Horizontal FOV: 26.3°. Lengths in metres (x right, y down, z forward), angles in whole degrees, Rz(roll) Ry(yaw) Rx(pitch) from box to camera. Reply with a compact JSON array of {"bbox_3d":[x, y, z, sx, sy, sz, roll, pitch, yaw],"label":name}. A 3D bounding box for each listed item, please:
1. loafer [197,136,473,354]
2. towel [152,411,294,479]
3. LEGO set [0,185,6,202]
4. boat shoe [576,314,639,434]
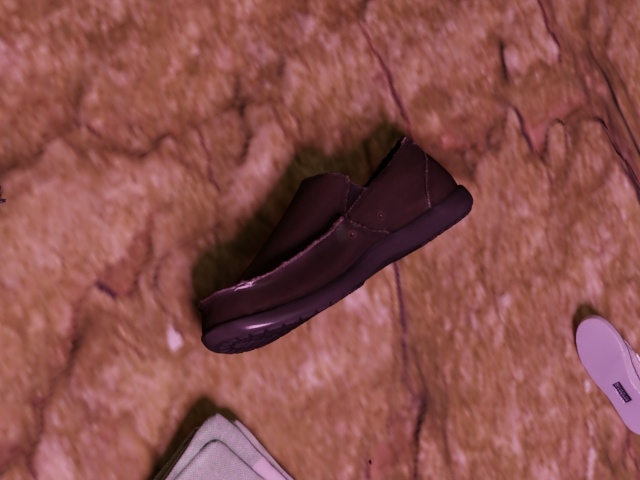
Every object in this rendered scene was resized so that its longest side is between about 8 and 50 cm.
[{"bbox_3d":[0.000,0.000,0.884,0.220,0.080,0.078,-31,88,-35],"label":"loafer"},{"bbox_3d":[-0.018,0.296,0.839,0.325,0.038,0.248,43,65,-17],"label":"towel"},{"bbox_3d":[-0.223,-0.020,0.789,0.083,0.023,0.054,-4,86,-43],"label":"LEGO set"},{"bbox_3d":[0.224,0.095,1.016,0.100,0.035,0.035,56,34,-6],"label":"boat shoe"}]
